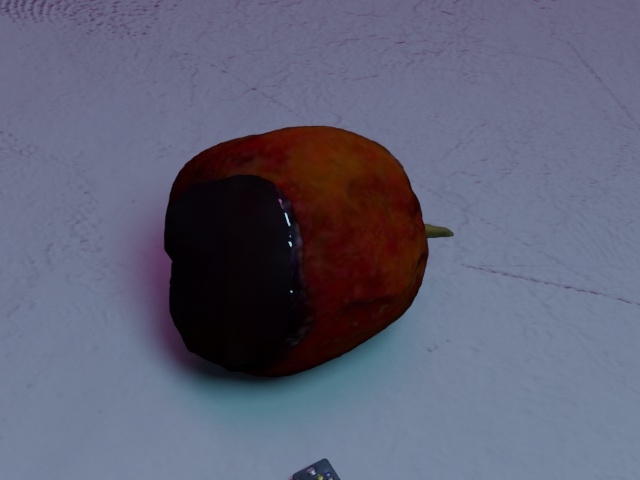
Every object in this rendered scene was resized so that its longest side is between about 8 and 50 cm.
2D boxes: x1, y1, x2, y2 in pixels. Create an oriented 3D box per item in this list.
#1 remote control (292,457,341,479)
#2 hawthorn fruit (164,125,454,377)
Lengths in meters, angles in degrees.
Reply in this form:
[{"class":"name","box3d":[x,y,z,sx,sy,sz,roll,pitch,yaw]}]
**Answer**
[{"class":"remote control","box3d":[0.012,0.189,0.774,0.034,0.016,0.091,-26,48,-11]},{"class":"hawthorn fruit","box3d":[0.000,0.000,0.865,0.251,0.190,0.189,-15,45,-29]}]
